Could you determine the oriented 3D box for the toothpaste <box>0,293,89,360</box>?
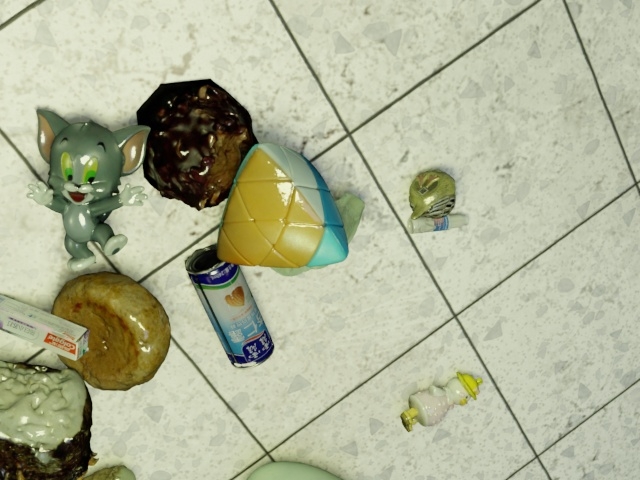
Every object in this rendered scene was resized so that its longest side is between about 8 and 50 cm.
[{"bbox_3d":[-0.489,0.146,1.513,0.196,0.040,0.047,19,118,15],"label":"toothpaste"}]

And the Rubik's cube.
[{"bbox_3d":[-0.069,-0.099,1.549,0.254,0.254,0.254,-8,114,-18],"label":"Rubik's cube"}]

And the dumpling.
[{"bbox_3d":[0.002,0.002,1.672,0.219,0.108,0.153,-34,119,-2],"label":"dumpling"}]

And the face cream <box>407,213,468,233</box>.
[{"bbox_3d":[0.241,-0.036,1.792,0.130,0.034,0.034,-6,113,-20],"label":"face cream"}]

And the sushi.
[{"bbox_3d":[-0.560,0.329,1.492,0.348,0.234,0.207,14,127,-2],"label":"sushi"}]

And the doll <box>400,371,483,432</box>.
[{"bbox_3d":[0.267,0.351,1.939,0.207,0.081,0.129,-25,137,-12],"label":"doll"}]

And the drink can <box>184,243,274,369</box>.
[{"bbox_3d":[-0.169,0.125,1.665,0.097,0.097,0.235,-26,117,-9],"label":"drink can"}]

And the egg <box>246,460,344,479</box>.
[{"bbox_3d":[-0.015,0.598,1.846,0.371,0.230,0.230,41,93,-25],"label":"egg"}]

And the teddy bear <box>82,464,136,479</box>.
[{"bbox_3d":[-0.474,0.581,1.705,0.267,0.156,0.256,-29,119,-42],"label":"teddy bear"}]

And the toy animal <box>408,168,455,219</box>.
[{"bbox_3d":[0.215,-0.072,1.723,0.098,0.098,0.137,44,57,-30],"label":"toy animal"}]

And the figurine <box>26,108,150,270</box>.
[{"bbox_3d":[-0.376,-0.077,1.479,0.193,0.140,0.265,2,126,2],"label":"figurine"}]

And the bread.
[{"bbox_3d":[-0.364,0.153,1.553,0.230,0.123,0.230,10,116,21],"label":"bread"}]

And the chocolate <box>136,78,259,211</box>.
[{"bbox_3d":[-0.189,-0.142,1.500,0.206,0.177,0.224,-10,116,-17],"label":"chocolate"}]
